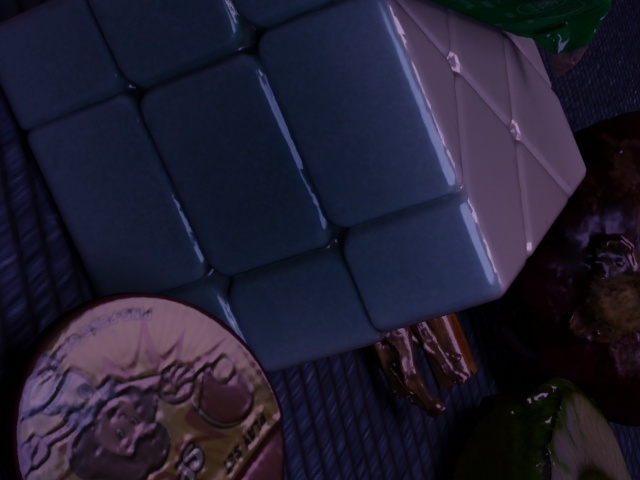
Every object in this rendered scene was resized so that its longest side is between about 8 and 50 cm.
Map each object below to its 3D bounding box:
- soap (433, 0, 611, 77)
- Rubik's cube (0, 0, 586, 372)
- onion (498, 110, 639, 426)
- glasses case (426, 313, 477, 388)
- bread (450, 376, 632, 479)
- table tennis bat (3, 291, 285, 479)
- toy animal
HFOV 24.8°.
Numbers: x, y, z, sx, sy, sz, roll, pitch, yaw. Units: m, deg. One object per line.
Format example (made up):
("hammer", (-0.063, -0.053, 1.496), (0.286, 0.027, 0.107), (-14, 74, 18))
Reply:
("soap", (0.123, -0.241, 1.035), (0.273, 0.098, 0.218), (0, 73, -63))
("Rubik's cube", (-0.011, -0.103, 1.153), (0.322, 0.316, 0.319), (66, 26, -9))
("onion", (0.389, 0.024, 1.881), (0.420, 0.398, 0.398), (-132, -161, -79))
("glasses case", (0.129, 0.074, 1.630), (0.170, 0.041, 0.064), (67, 25, -7))
("bread", (0.271, 0.351, 1.627), (0.366, 0.129, 0.382), (21, 56, -59))
("table tennis bat", (-0.091, 0.168, 1.022), (0.310, 0.038, 0.200), (46, 65, -23))
("toy animal", (0.079, 0.053, 1.520), (0.149, 0.054, 0.275), (-14, 77, -50))
